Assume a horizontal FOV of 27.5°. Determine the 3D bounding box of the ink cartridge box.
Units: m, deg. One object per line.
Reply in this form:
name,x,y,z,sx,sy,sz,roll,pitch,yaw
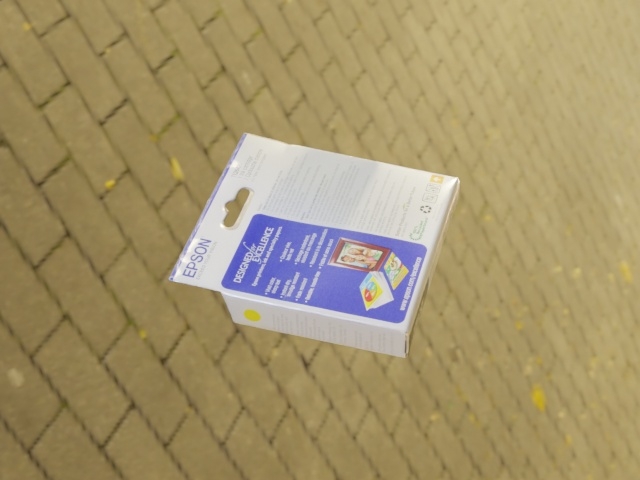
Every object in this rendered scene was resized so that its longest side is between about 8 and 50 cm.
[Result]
ink cartridge box,0.000,0.000,1.700,0.303,0.307,0.072,-67,162,-44
